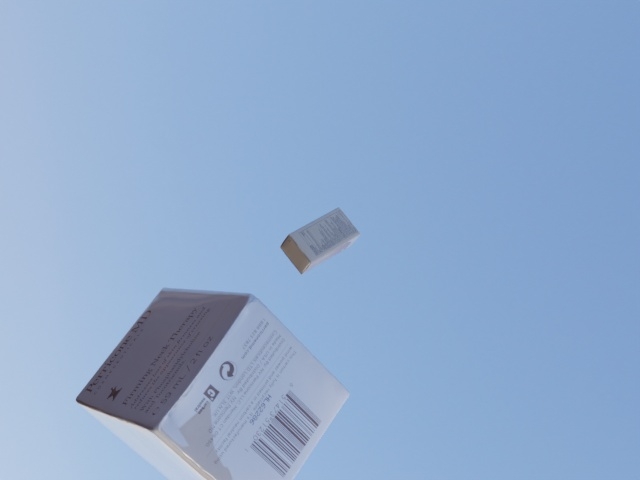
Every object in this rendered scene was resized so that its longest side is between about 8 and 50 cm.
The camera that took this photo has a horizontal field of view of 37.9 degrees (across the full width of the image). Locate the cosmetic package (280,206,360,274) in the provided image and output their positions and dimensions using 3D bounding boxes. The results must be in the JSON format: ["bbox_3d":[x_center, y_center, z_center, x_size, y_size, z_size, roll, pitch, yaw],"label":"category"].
[{"bbox_3d":[0.000,0.000,1.453,0.060,0.115,0.041,53,-38,12],"label":"cosmetic package"}]

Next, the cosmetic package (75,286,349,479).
[{"bbox_3d":[-0.229,0.326,1.941,0.327,0.329,0.393,47,-26,-26],"label":"cosmetic package"}]
